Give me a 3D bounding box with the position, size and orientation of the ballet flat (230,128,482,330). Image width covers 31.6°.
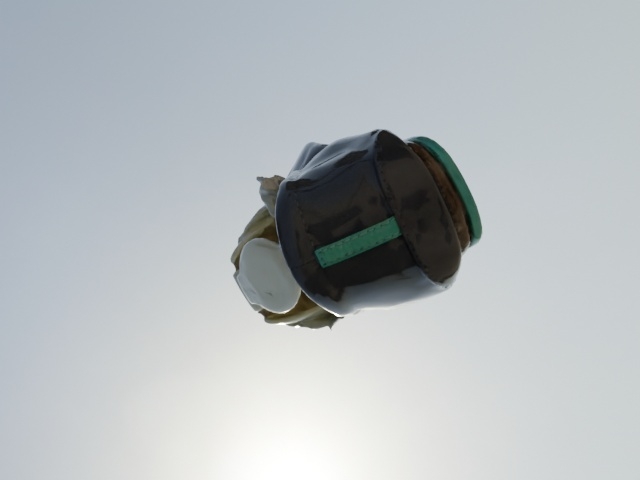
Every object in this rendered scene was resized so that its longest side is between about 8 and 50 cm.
[{"bbox_3d":[0.000,0.000,0.414,0.203,0.074,0.074,164,96,-83],"label":"ballet flat"}]
